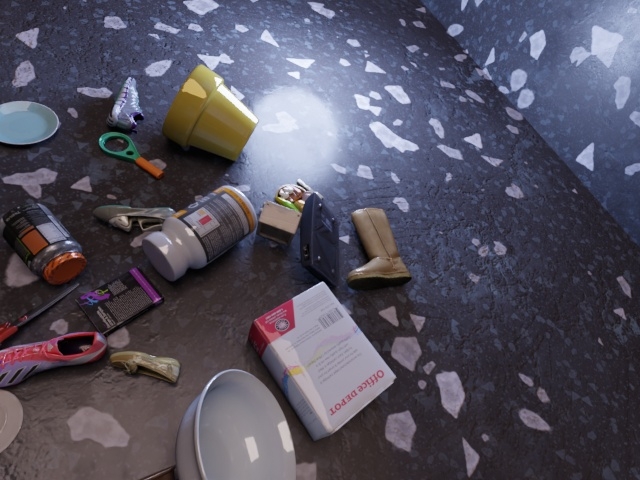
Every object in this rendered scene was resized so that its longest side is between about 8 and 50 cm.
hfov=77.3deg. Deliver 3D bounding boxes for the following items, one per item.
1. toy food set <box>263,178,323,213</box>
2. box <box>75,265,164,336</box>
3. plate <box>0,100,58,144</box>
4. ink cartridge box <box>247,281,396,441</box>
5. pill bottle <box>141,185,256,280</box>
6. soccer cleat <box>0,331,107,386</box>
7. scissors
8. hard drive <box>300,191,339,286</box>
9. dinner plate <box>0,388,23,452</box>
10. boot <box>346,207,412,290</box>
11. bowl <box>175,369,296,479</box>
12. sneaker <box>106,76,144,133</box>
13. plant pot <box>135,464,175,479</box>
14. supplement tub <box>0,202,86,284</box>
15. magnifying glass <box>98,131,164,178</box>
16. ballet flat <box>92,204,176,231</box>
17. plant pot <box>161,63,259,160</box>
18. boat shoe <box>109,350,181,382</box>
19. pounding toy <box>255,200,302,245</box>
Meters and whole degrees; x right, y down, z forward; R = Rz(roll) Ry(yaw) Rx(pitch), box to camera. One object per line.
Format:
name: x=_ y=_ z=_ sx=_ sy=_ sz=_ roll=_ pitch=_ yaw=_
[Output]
toy food set: x=-0.084 y=-0.142 z=1.330 sx=0.132 sy=0.038 sz=0.192 roll=40 pitch=53 yaw=10
box: x=-0.490 y=0.148 z=0.987 sx=0.116 sy=0.029 sz=0.162 roll=45 pitch=53 yaw=15
plate: x=-0.890 y=-0.346 z=1.197 sx=0.188 sy=0.024 sz=0.188 roll=9 pitch=54 yaw=-12
ink cartridge box: x=-0.004 y=0.291 z=0.995 sx=0.226 sy=0.131 sz=0.306 roll=-25 pitch=69 yaw=-32
pill bottle: x=-0.321 y=-0.022 z=1.084 sx=0.162 sy=0.162 sz=0.278 roll=42 pitch=53 yaw=11
soccer cleat: x=-0.589 y=0.241 z=0.843 sx=0.248 sy=0.095 sz=0.082 roll=-7 pitch=59 yaw=-24
scissors: x=-0.666 y=0.190 z=0.879 sx=0.109 sy=0.021 sz=0.297 roll=23 pitch=41 yaw=38
hard drive: x=0.000 y=0.000 z=1.195 sx=0.172 sy=0.054 sz=0.254 roll=45 pitch=37 yaw=-46
dinner plate: x=-0.668 y=0.361 z=0.782 sx=0.141 sy=0.017 sz=0.141 roll=9 pitch=55 yaw=-14
boot: x=0.149 y=0.022 z=1.274 sx=0.236 sy=0.089 sz=0.269 roll=2 pitch=55 yaw=-31
bowl: x=-0.185 y=0.425 z=0.797 sx=0.297 sy=0.134 sz=0.297 roll=51 pitch=19 yaw=-26
sneaker: x=-0.635 y=-0.448 z=1.342 sx=0.098 sy=0.083 sz=0.223 roll=23 pitch=53 yaw=-30
plant pot: x=-0.324 y=0.520 z=0.710 sx=0.167 sy=0.167 sz=0.165 roll=-12 pitch=70 yaw=-27
supplement tub: x=-0.665 y=0.010 z=0.967 sx=0.190 sy=0.117 sz=0.117 roll=44 pitch=54 yaw=12
magnifying glass: x=-0.586 y=-0.264 z=1.247 sx=0.231 sy=0.026 sz=0.092 roll=35 pitch=52 yaw=6
ballet flat: x=-0.507 y=-0.056 z=1.100 sx=0.214 sy=0.072 sz=0.068 roll=-1 pitch=61 yaw=-21
plant pot: x=-0.341 y=-0.389 z=1.299 sx=0.239 sy=0.254 sz=0.253 roll=30 pitch=50 yaw=-16
boat shoe: x=-0.398 y=0.287 z=0.906 sx=0.153 sy=0.056 sz=0.048 roll=16 pitch=47 yaw=-17
pounding toy: x=-0.133 y=-0.059 z=1.207 sx=0.130 sy=0.141 sz=0.100 roll=20 pitch=68 yaw=-5
